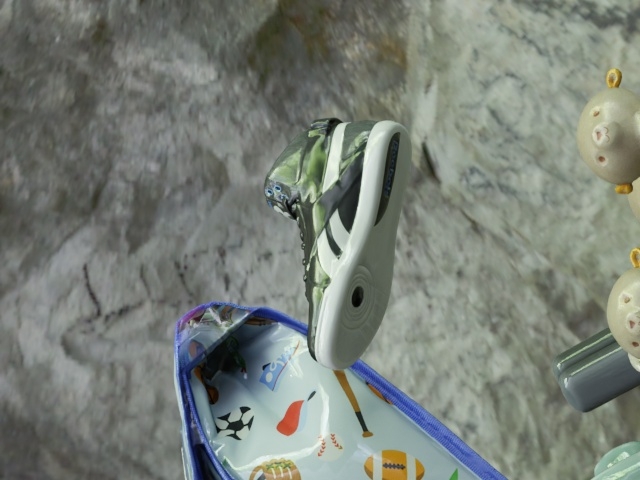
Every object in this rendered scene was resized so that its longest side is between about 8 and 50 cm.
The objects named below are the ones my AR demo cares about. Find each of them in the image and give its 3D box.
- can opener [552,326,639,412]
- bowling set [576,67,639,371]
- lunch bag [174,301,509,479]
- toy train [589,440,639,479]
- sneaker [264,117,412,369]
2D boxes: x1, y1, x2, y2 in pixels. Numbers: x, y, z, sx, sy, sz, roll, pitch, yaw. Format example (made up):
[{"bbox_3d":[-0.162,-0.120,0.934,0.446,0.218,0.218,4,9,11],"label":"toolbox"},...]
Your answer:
[{"bbox_3d":[0.357,0.088,1.143,0.283,0.076,0.095,-30,-77,8],"label":"can opener"},{"bbox_3d":[0.187,-0.021,0.626,0.200,0.154,0.287,-7,-90,-43],"label":"bowling set"},{"bbox_3d":[-0.006,0.271,1.255,0.239,0.385,0.328,-37,-26,-23],"label":"lunch bag"},{"bbox_3d":[0.212,0.076,0.370,0.334,0.142,0.190,-44,-39,19],"label":"toy train"},{"bbox_3d":[0.000,0.000,1.074,0.079,0.121,0.217,33,-112,-54],"label":"sneaker"}]
